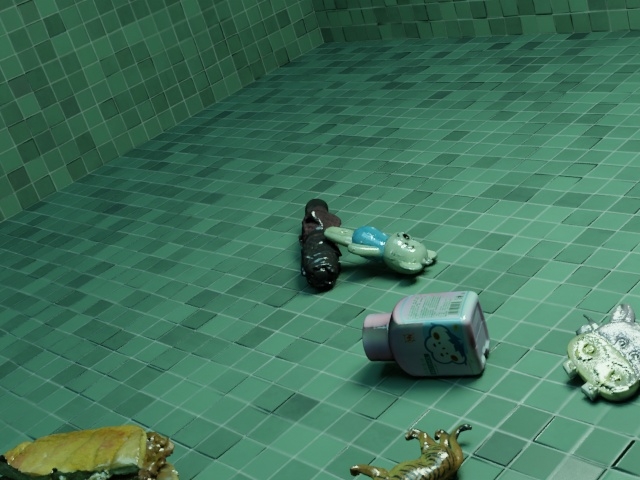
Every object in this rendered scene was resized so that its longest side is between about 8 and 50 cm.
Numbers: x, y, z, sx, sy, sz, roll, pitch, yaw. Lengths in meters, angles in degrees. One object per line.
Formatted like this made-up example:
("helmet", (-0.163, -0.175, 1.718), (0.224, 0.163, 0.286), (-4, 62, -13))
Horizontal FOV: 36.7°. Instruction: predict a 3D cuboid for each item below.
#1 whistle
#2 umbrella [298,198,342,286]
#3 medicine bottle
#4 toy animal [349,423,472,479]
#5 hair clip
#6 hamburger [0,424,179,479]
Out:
("whistle", (0.114, 0.008, 1.903), (0.235, 0.077, 0.114), (18, 27, 28))
("umbrella", (0.000, 0.000, 2.040), (0.090, 0.094, 0.326), (-58, 14, 23))
("medicine bottle", (0.168, 0.153, 1.556), (0.187, 0.119, 0.094), (-6, 31, 25))
("toy animal", (0.123, 0.323, 1.324), (0.241, 0.057, 0.099), (-26, 32, -20))
("hair clip", (0.430, 0.168, 1.426), (0.146, 0.056, 0.187), (-28, 28, -5))
("hamburger", (-0.341, 0.358, 1.447), (0.245, 0.156, 0.282), (-27, 22, -25))
